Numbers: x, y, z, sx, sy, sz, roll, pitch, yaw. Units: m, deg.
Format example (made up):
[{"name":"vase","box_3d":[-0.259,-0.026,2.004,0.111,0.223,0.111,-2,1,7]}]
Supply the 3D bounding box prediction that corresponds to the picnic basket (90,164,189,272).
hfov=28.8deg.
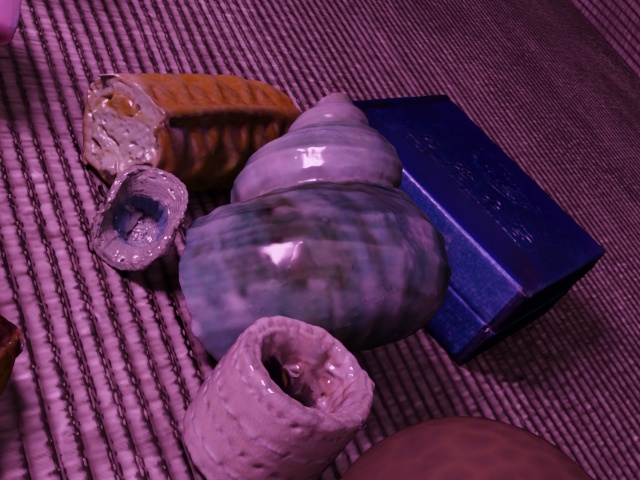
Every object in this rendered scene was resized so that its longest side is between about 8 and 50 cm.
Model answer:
[{"name":"picnic basket","box_3d":[-0.129,-0.018,0.906,0.065,0.083,0.083,27,-20,2]}]

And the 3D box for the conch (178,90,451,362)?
[{"name":"conch","box_3d":[0.000,0.000,0.977,0.220,0.195,0.277,23,60,-18]}]

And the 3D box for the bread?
[{"name":"bread","box_3d":[-0.097,-0.092,1.073,0.098,0.087,0.269,45,23,17]}]

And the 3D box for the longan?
[{"name":"longan","box_3d":[0.094,0.203,0.731,0.212,0.198,0.198,40,21,25]}]

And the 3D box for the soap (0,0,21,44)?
[{"name":"soap","box_3d":[-0.337,-0.259,0.807,0.324,0.109,0.193,20,70,-57]}]

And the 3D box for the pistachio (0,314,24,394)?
[{"name":"pistachio","box_3d":[-0.221,0.072,0.645,0.089,0.049,0.173,26,18,25]}]

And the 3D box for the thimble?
[{"name":"thimble","box_3d":[-0.028,0.114,0.818,0.115,0.090,0.102,5,39,-52]}]

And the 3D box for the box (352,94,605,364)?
[{"name":"box","box_3d":[0.136,-0.026,1.289,0.261,0.116,0.279,48,26,13]}]
